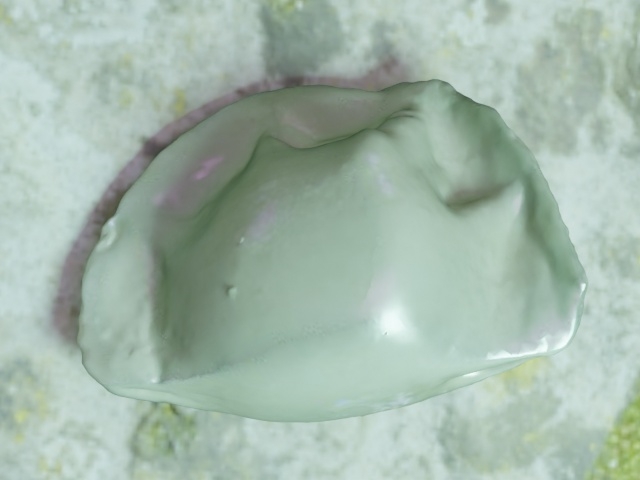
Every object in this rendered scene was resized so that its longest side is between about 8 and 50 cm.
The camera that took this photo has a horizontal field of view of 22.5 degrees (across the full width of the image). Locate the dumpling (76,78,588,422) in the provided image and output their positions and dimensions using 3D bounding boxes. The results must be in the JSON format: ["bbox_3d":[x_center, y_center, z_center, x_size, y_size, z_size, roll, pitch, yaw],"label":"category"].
[{"bbox_3d":[0.000,0.000,0.810,0.252,0.131,0.179,-11,71,7],"label":"dumpling"}]
